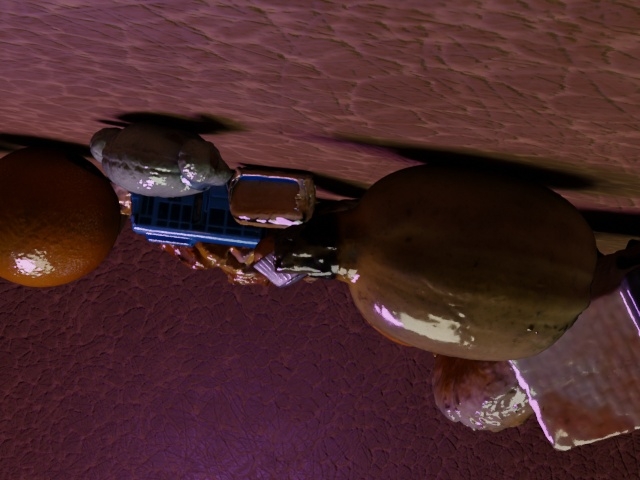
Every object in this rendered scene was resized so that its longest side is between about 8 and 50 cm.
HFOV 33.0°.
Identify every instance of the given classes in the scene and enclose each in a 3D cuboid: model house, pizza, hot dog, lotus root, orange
[{"bbox_3d":[0.401,0.078,1.315,0.280,0.245,0.312,-24,-171,30],"label":"model house"},{"bbox_3d":[-0.141,-0.008,1.700,0.409,0.114,0.278,16,-168,-34],"label":"pizza"},{"bbox_3d":[0.000,0.000,1.420,0.144,0.075,0.268,-27,180,22],"label":"hot dog"},{"bbox_3d":[0.109,0.015,1.010,0.310,0.182,0.183,10,177,-15],"label":"lotus root"},{"bbox_3d":[-0.363,-0.031,1.435,0.206,0.206,0.206,9,177,0],"label":"orange"}]

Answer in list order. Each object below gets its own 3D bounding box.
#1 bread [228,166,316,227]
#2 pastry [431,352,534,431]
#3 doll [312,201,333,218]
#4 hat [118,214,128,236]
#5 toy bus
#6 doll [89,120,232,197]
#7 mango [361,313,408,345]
[{"bbox_3d":[-0.059,-0.051,1.306,0.106,0.072,0.053,7,-173,22],"label":"bread"},{"bbox_3d":[0.282,0.146,1.638,0.136,0.329,0.330,23,174,-12],"label":"pastry"},{"bbox_3d":[0.015,-0.026,1.670,0.195,0.070,0.096,-1,-166,-44],"label":"doll"},{"bbox_3d":[-0.424,-0.094,1.872,0.166,0.144,0.173,10,134,12],"label":"hat"},{"bbox_3d":[-0.159,-0.043,1.428,0.185,0.106,0.090,7,178,2],"label":"toy bus"},{"bbox_3d":[-0.154,-0.076,1.044,0.104,0.071,0.214,12,179,-35],"label":"doll"},{"bbox_3d":[0.149,0.043,1.614,0.199,0.201,0.350,30,-171,-4],"label":"mango"}]
